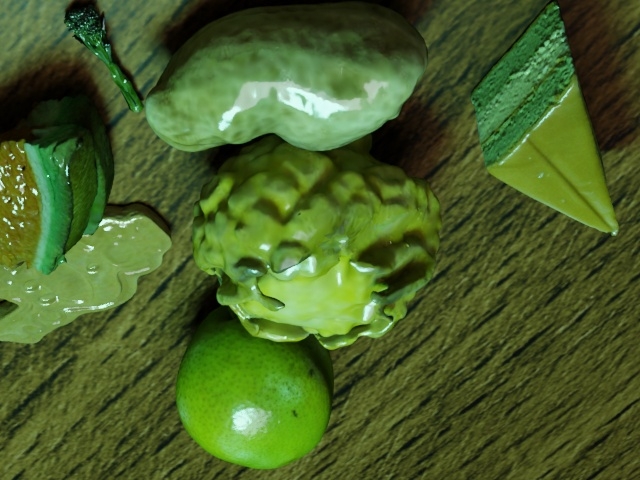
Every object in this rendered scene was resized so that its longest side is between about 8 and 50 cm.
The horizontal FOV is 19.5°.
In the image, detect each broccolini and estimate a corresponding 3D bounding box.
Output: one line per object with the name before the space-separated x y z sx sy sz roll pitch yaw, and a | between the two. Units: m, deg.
broccolini | -0.196 -0.161 1.686 0.035 0.030 0.140 -9 144 12

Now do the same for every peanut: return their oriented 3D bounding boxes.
peanut | -0.030 -0.142 1.658 0.253 0.122 0.137 -2 113 -5

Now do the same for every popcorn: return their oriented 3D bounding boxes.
popcorn | 0.000 0.000 1.781 0.250 0.190 0.250 -15 155 -7

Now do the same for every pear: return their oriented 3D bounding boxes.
pear | -0.073 0.128 1.934 0.166 0.180 0.216 -4 113 26

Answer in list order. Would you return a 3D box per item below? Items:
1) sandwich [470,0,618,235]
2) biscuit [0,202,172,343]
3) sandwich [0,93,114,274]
sandwich | 0.250 -0.110 1.754 0.187 0.117 0.144 23 133 -31
biscuit | -0.260 0.032 1.888 0.236 0.040 0.144 -23 143 19
sandwich | -0.278 -0.063 1.730 0.160 0.109 0.185 14 139 3
